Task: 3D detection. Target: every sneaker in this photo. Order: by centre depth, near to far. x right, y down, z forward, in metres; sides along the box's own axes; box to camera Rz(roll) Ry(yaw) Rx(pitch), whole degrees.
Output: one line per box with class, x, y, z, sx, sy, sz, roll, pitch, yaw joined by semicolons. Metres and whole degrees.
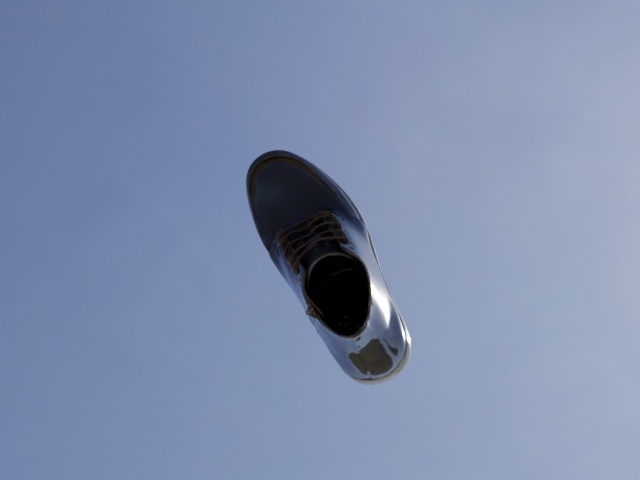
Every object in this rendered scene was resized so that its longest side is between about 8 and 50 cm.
sneaker;0.000;0.000;1.364;0.083;0.222;0.118;-31;-25;-1
